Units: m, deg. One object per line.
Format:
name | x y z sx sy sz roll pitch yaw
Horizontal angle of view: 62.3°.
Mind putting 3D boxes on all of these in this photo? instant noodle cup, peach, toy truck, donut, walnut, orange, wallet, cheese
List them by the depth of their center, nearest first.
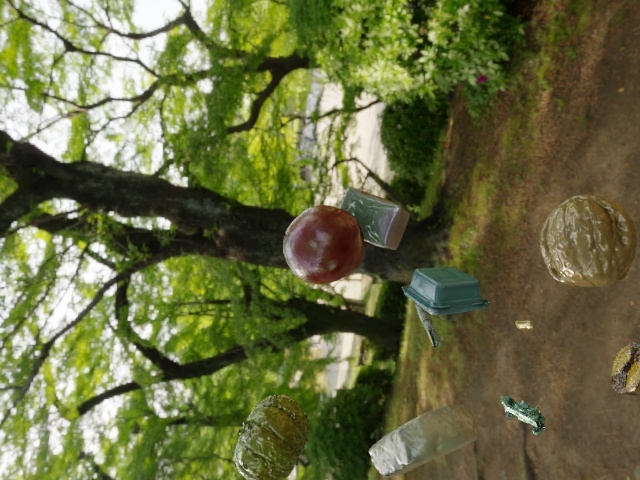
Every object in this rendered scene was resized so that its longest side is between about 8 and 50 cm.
instant noodle cup | 0.299 0.112 1.271 0.179 0.157 0.070 -142 50 -70
walnut | 0.723 0.001 1.440 0.257 0.225 0.256 -2 86 41
peach | 0.017 0.017 1.467 0.243 0.244 0.199 103 176 -49
cheese | 0.286 0.570 1.503 0.326 0.318 0.115 32 -150 -58
donut | 0.971 0.400 1.628 0.184 0.074 0.166 101 -173 -54
toy truck | 0.664 0.554 1.722 0.154 0.078 0.080 18 133 60
orange | -0.159 0.677 1.764 0.300 0.223 0.301 -40 -28 -63
wallet | 0.411 0.318 2.021 0.155 0.040 0.110 -110 -6 -49

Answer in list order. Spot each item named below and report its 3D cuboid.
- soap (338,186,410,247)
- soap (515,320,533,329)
soap | 0.160 -0.062 1.617 0.138 0.182 0.199 -67 -18 3
soap | 0.703 0.292 1.827 0.034 0.012 0.089 65 160 3
